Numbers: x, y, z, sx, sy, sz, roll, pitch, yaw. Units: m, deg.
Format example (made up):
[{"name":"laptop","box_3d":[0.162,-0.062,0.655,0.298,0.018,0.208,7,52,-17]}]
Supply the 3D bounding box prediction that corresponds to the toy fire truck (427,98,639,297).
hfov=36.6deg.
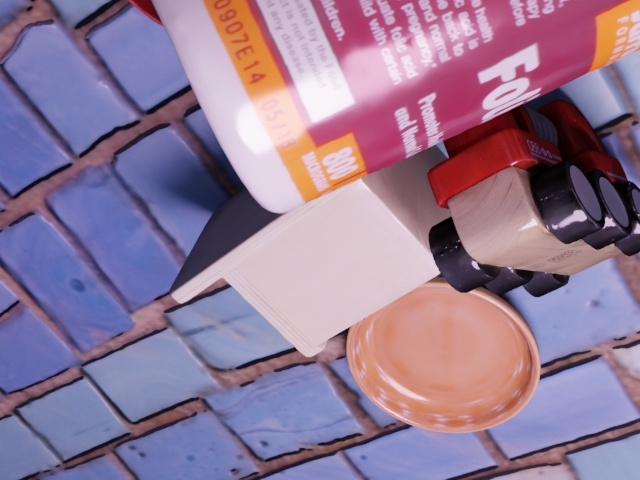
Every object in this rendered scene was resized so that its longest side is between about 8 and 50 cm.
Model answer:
[{"name":"toy fire truck","box_3d":[0.137,-0.082,0.796,0.158,0.217,0.246,-29,70,31]}]

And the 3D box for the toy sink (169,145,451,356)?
[{"name":"toy sink","box_3d":[0.000,0.000,0.887,0.234,0.153,0.131,-34,110,31]}]

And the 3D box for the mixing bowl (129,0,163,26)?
[{"name":"mixing bowl","box_3d":[-0.081,-0.262,0.762,0.181,0.098,0.181,7,125,10]}]

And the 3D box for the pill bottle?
[{"name":"pill bottle","box_3d":[0.096,-0.193,0.616,0.392,0.224,0.224,-25,117,2]}]

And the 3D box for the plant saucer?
[{"name":"plant saucer","box_3d":[0.127,0.115,1.002,0.199,0.037,0.200,8,125,11]}]
